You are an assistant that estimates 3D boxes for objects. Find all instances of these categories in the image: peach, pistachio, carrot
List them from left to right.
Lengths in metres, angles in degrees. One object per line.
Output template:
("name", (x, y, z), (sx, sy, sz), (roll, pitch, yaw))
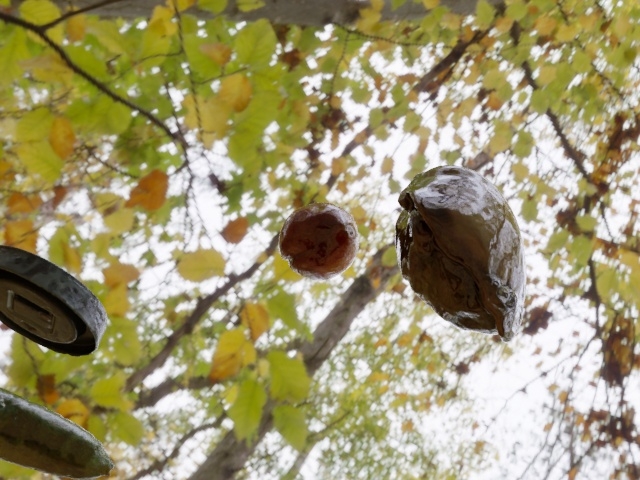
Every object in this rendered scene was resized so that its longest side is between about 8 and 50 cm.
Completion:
("carrot", (-0.349, 0.135, 0.795), (0.359, 0.074, 0.074), (23, -58, 2))
("peach", (0.000, -0.001, 1.091), (0.101, 0.101, 0.100), (11, -62, 21))
("pistachio", (0.141, 0.015, 0.908), (0.130, 0.165, 0.210), (-41, -129, 23))

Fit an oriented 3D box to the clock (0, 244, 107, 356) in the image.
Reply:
("clock", (-0.428, 0.093, 1.372), (0.226, 0.049, 0.226), (19, -32, 13))
